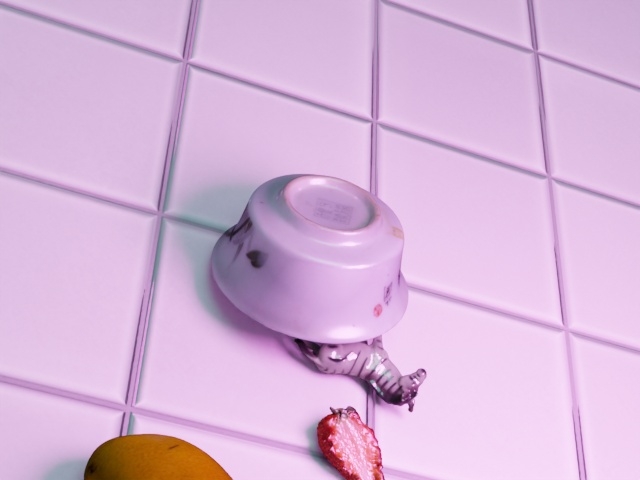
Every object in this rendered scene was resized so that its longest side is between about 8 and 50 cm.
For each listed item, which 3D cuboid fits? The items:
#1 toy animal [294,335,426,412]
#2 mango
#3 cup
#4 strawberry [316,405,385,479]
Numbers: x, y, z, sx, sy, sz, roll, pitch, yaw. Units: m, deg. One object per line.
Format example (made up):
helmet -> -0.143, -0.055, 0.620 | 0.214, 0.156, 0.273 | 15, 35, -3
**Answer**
toy animal -> 0.062, 0.198, 2.100 | 0.217, 0.073, 0.176 | 7, 50, -16
mango -> -0.206, 0.390, 1.740 | 0.211, 0.173, 0.317 | -20, 52, -31
cup -> 0.000, 0.000, 2.110 | 0.347, 0.163, 0.347 | 11, 34, -7
strawberry -> 0.047, 0.334, 1.998 | 0.104, 0.048, 0.152 | -8, 71, -40
